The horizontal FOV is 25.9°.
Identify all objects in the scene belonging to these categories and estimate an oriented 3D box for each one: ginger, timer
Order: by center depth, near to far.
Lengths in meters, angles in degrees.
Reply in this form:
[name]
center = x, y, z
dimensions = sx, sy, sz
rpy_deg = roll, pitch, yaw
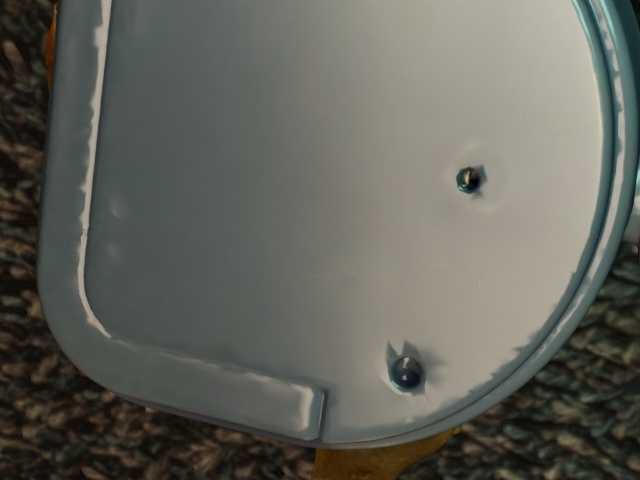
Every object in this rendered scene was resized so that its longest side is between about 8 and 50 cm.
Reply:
[timer]
center = 0.030, -0.064, 0.828
dimensions = 0.395, 0.173, 0.395
rpy_deg = 3, 102, 16
[ginger]
center = 0.047, 0.186, 1.100
dimensions = 0.131, 0.086, 0.294
rpy_deg = 3, 119, 2

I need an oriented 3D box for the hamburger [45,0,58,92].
[hamburger]
center = -0.104, -0.208, 0.961
dimensions = 0.157, 0.144, 0.283
rpy_deg = 14, 110, 9
